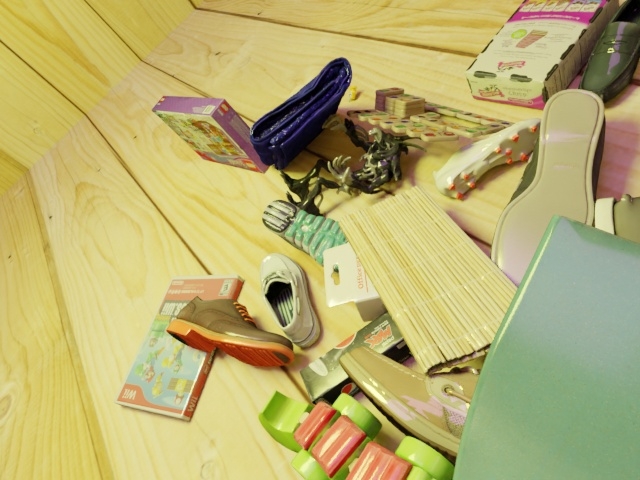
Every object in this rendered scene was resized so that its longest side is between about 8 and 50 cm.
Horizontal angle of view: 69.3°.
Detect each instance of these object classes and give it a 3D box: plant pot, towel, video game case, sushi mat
[{"bbox_3d":[0.221,0.135,0.380,0.166,0.166,0.234,29,87,34],"label":"plant pot"},{"bbox_3d":[-0.036,-0.240,0.961,0.228,0.076,0.308,-39,5,-2],"label":"towel"},{"bbox_3d":[-0.281,0.198,0.925,0.204,0.025,0.285,-4,55,33],"label":"video game case"},{"bbox_3d":[0.141,0.032,0.636,0.152,0.019,0.316,-24,40,-3],"label":"sushi mat"}]

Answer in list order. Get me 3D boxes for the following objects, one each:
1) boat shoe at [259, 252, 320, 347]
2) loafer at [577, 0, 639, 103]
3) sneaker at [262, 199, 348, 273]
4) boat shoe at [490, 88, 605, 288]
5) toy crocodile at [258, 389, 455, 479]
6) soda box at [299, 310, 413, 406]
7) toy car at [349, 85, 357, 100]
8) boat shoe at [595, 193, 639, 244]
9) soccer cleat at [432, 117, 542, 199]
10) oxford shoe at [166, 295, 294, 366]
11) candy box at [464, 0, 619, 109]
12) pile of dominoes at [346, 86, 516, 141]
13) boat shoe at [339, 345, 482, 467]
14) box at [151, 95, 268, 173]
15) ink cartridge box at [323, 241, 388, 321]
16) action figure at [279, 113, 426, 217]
[{"bbox_3d":[-0.065,0.085,0.822,0.083,0.076,0.226,-40,43,2],"label":"boat shoe"},{"bbox_3d":[0.479,-0.314,0.748,0.076,0.078,0.223,22,71,44],"label":"loafer"},{"bbox_3d":[0.000,0.000,0.853,0.224,0.098,0.083,33,82,21],"label":"sneaker"},{"bbox_3d":[0.331,-0.058,0.658,0.112,0.095,0.335,15,71,29],"label":"boat shoe"},{"bbox_3d":[0.042,0.247,0.513,0.115,0.105,0.341,-48,24,-19],"label":"toy crocodile"},{"bbox_3d":[0.056,0.177,0.679,0.169,0.053,0.060,-36,44,6],"label":"soda box"},{"bbox_3d":[0.026,-0.352,1.122,0.122,0.060,0.040,11,95,48],"label":"toy car"},{"bbox_3d":[0.363,0.069,0.505,0.091,0.109,0.304,-10,48,36],"label":"boat shoe"},{"bbox_3d":[0.276,-0.146,0.772,0.196,0.068,0.076,-34,41,13],"label":"soccer cleat"},{"bbox_3d":[-0.151,0.147,0.801,0.272,0.097,0.098,7,56,32],"label":"oxford shoe"},{"bbox_3d":[0.400,-0.352,0.840,0.233,0.071,0.159,-49,44,-9],"label":"candy box"},{"bbox_3d":[0.192,-0.236,0.841,0.196,0.040,0.251,-18,33,-30],"label":"pile of dominoes"},{"bbox_3d":[0.172,0.207,0.534,0.341,0.121,0.110,28,71,35],"label":"boat shoe"},{"bbox_3d":[-0.272,-0.270,1.162,0.293,0.201,0.057,19,70,43],"label":"box"},{"bbox_3d":[0.109,0.051,0.708,0.198,0.067,0.115,-13,49,12],"label":"ink cartridge box"},{"bbox_3d":[0.052,-0.147,0.879,0.276,0.141,0.164,-28,43,19],"label":"action figure"}]
